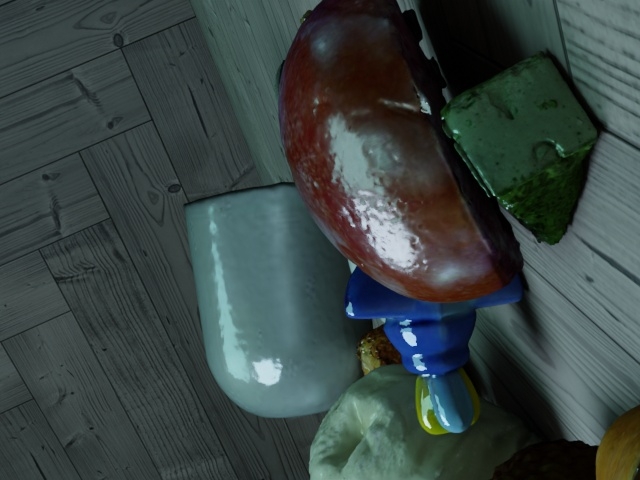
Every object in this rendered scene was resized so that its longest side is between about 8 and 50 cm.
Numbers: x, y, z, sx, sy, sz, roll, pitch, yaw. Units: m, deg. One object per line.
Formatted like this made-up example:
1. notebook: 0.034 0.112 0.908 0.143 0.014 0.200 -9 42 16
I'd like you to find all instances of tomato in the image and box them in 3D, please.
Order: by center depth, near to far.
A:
1. tomato: 0.053 -0.084 1.010 0.334 0.176 0.289 63 -169 -10

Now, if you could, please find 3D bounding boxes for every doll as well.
1. doll: 0.122 0.026 1.260 0.376 0.187 0.365 56 -170 -31

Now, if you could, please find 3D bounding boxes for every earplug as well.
1. earplug: -0.066 0.109 1.841 0.312 0.313 0.393 146 119 -83

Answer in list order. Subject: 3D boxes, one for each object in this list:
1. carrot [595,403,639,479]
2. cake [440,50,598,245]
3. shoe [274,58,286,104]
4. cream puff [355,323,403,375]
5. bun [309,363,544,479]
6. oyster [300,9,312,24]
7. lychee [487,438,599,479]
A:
1. carrot: 0.257 0.178 0.752 0.225 0.159 0.159 153 92 -86
2. cake: 0.191 -0.069 0.914 0.100 0.099 0.235 62 -167 22
3. shoe: 0.002 -0.188 1.695 0.227 0.099 0.112 63 180 18
4. cream puff: 0.157 0.241 1.695 0.240 0.164 0.240 168 90 -81
5. bun: 0.163 0.292 1.408 0.360 0.210 0.360 24 176 2
6. oyster: 0.048 -0.173 1.384 0.345 0.079 0.128 62 -161 -48
7. lychee: 0.244 0.331 1.025 0.267 0.268 0.267 156 90 -83
